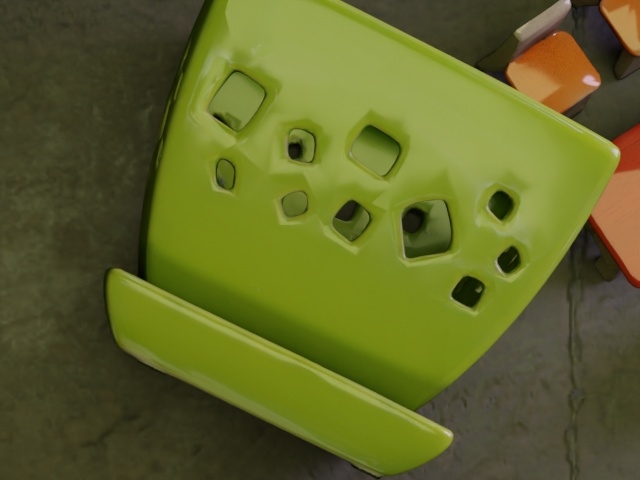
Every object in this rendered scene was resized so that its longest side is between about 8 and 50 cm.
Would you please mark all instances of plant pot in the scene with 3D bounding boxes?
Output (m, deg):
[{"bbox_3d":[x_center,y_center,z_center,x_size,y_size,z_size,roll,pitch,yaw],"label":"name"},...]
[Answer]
[{"bbox_3d":[0.000,0.000,1.067,0.227,0.228,0.207,26,86,-4],"label":"plant pot"}]

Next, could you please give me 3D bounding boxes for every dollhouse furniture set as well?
[{"bbox_3d":[0.266,-0.072,1.159,0.259,0.135,0.262,-34,88,-12],"label":"dollhouse furniture set"}]
